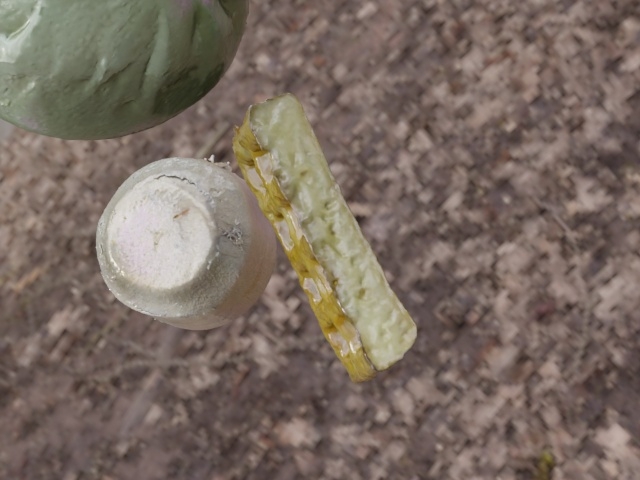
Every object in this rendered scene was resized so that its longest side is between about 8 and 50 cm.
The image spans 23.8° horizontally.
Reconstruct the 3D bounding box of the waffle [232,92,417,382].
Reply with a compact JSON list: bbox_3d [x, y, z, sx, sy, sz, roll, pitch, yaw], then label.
[{"bbox_3d":[0.000,0.000,1.420,0.057,0.168,0.274,-27,85,-10],"label":"waffle"}]

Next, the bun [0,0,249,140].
[{"bbox_3d":[-0.175,-0.225,1.200,0.187,0.293,0.293,-3,57,61],"label":"bun"}]

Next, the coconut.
[{"bbox_3d":[-0.163,0.005,1.900,0.224,0.234,0.224,0,91,15],"label":"coconut"}]
